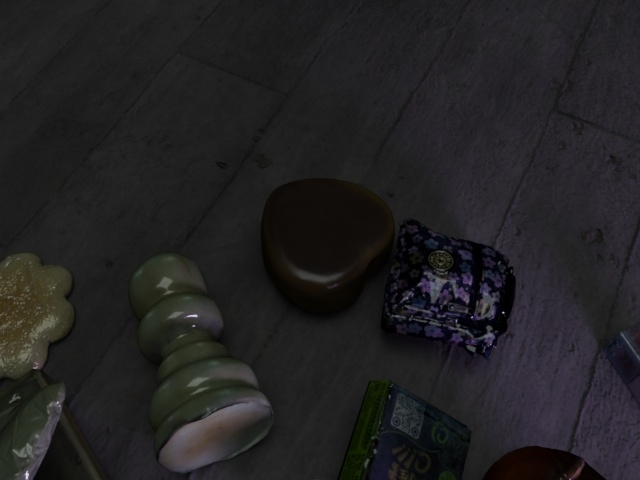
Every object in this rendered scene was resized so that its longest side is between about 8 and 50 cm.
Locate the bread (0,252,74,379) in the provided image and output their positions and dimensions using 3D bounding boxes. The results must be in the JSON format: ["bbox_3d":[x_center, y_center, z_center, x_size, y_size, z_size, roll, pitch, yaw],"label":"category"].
[{"bbox_3d":[-0.509,0.134,1.149,0.181,0.039,0.251,26,61,14],"label":"bread"}]

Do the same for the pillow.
[{"bbox_3d":[-0.444,0.323,0.874,0.076,0.280,0.275,38,45,-26],"label":"pillow"}]

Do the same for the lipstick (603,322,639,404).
[{"bbox_3d":[0.575,0.296,1.049,0.076,0.080,0.372,-20,60,-14],"label":"lipstick"}]

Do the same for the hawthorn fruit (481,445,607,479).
[{"bbox_3d":[0.289,0.365,0.902,0.215,0.250,0.215,3,28,-2],"label":"hawthorn fruit"}]

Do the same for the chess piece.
[{"bbox_3d":[-0.208,0.161,1.069,0.182,0.182,0.330,-20,56,-13],"label":"chess piece"}]

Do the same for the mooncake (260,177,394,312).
[{"bbox_3d":[0.000,0.000,1.196,0.234,0.117,0.235,-1,55,1],"label":"mooncake"}]

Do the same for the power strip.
[{"bbox_3d":[-0.354,0.355,1.002,0.092,0.066,0.388,-37,64,-8],"label":"power strip"}]

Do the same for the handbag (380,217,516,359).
[{"bbox_3d":[0.212,0.079,1.149,0.207,0.127,0.229,11,51,7],"label":"handbag"}]

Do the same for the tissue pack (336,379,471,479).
[{"bbox_3d":[0.113,0.338,0.982,0.173,0.073,0.236,33,58,-19],"label":"tissue pack"}]
